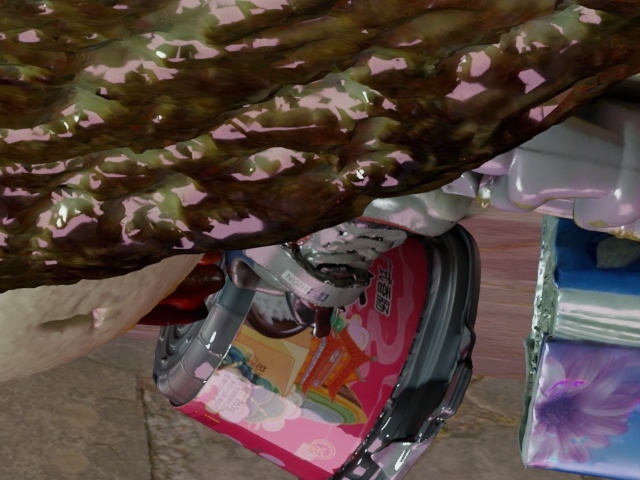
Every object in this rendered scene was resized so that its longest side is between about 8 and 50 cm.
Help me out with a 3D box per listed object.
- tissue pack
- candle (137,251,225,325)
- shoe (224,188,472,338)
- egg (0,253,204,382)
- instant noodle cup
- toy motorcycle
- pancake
[{"bbox_3d":[0.252,0.053,1.052,0.263,0.146,0.198,8,-160,5],"label":"tissue pack"},{"bbox_3d":[-0.172,0.026,1.161,0.301,0.059,0.084,0,138,-47],"label":"candle"},{"bbox_3d":[0.000,0.000,1.226,0.099,0.126,0.227,17,170,-38],"label":"shoe"},{"bbox_3d":[-0.198,-0.029,0.936,0.337,0.201,0.337,7,171,1],"label":"egg"},{"bbox_3d":[-0.017,0.071,1.426,0.181,0.258,0.302,25,162,-15],"label":"instant noodle cup"},{"bbox_3d":[0.135,-0.041,0.944,0.225,0.073,0.152,13,-176,36],"label":"toy motorcycle"},{"bbox_3d":[-0.068,-0.057,0.617,0.304,0.067,0.426,9,156,-39],"label":"pancake"}]
